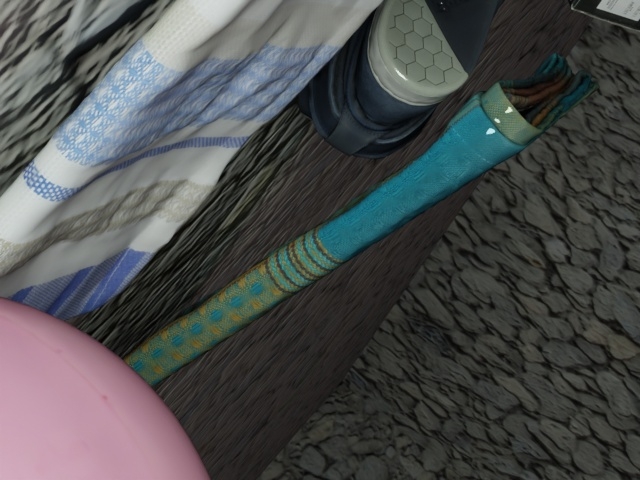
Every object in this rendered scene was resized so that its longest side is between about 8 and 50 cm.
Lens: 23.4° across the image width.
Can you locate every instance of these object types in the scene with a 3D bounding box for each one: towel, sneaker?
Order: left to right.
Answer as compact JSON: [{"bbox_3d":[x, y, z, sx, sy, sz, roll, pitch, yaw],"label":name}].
[{"bbox_3d":[-0.063,-0.042,0.654,0.285,0.034,0.209,-45,175,20],"label":"towel"},{"bbox_3d":[0.000,0.000,0.999,0.370,0.040,0.271,-33,180,21],"label":"towel"},{"bbox_3d":[0.067,-0.149,0.953,0.226,0.086,0.163,-58,-175,-26],"label":"sneaker"}]

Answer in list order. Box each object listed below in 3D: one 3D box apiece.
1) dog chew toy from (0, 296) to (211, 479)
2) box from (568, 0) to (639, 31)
[{"bbox_3d":[-0.161,0.125,0.416,0.206,0.207,0.332,-54,165,18],"label":"dog chew toy"},{"bbox_3d":[0.255,-0.280,1.205,0.180,0.078,0.147,-58,-150,37],"label":"box"}]
